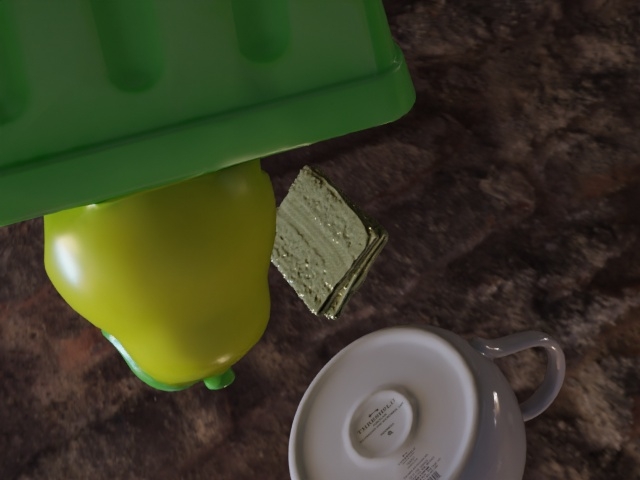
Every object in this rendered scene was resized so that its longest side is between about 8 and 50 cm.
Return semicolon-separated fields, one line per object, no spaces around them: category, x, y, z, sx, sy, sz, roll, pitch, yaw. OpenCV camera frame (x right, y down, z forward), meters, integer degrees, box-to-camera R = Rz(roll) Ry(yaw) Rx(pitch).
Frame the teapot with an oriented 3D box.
teapot;0.108;0.216;0.961;0.187;0.256;0.252;43;-134;-42

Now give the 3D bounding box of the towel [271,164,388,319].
towel;0.000;0.000;0.943;0.027;0.148;0.110;22;-72;-46

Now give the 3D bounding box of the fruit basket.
fruit basket;-0.131;-0.088;0.677;0.392;0.283;0.392;-14;-45;-14
